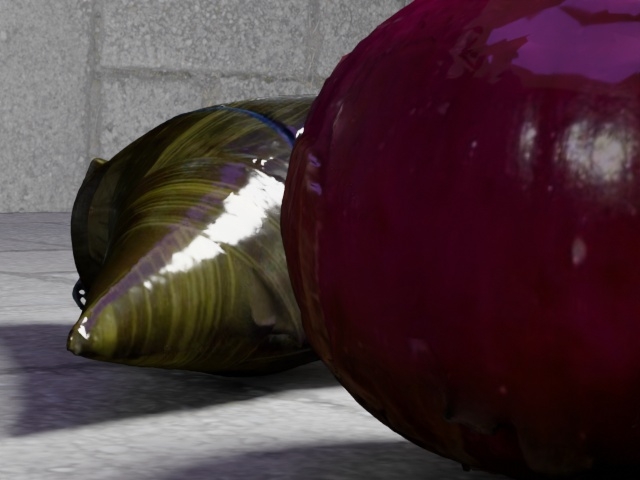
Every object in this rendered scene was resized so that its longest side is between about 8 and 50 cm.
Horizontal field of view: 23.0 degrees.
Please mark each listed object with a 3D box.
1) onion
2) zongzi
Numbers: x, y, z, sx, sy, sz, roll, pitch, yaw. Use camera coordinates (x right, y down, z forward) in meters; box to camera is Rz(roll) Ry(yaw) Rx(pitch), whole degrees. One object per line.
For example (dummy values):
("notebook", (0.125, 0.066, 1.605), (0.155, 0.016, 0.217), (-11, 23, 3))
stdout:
("onion", (0.153, -0.061, 0.803), (0.348, 0.385, 0.348), (4, 7, 0))
("zongzi", (-0.137, 0.017, 1.182), (0.403, 0.207, 0.432), (-2, 12, 42))
